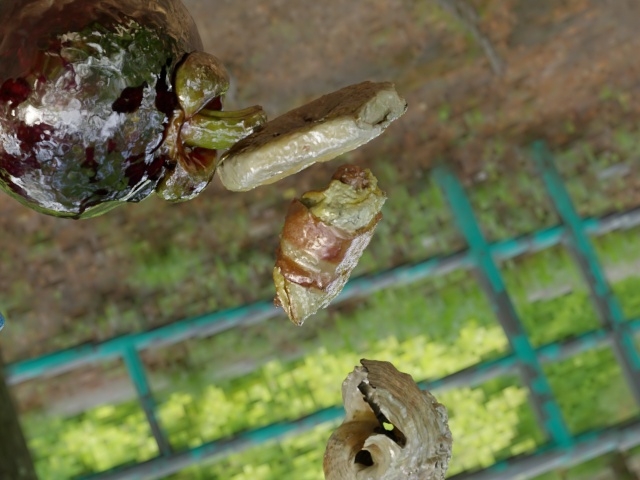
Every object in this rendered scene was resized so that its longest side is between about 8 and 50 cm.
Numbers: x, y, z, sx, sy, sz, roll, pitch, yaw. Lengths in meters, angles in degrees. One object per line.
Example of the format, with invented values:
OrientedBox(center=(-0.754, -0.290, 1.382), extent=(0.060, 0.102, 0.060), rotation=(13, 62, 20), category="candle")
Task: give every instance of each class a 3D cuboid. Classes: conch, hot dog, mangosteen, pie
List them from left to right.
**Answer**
OrientedBox(center=(-0.242, -0.149, 1.907), extent=(0.297, 0.293, 0.297), rotation=(-36, 178, -1), category="mangosteen")
OrientedBox(center=(-0.009, -0.102, 1.700), extent=(0.195, 0.046, 0.195), rotation=(-23, -169, 5), category="pie")
OrientedBox(center=(0.000, 0.000, 2.178), extent=(0.213, 0.103, 0.146), rotation=(-60, 169, 19), category="hot dog")
OrientedBox(center=(0.072, 0.224, 2.047), extent=(0.163, 0.178, 0.245), rotation=(-27, 171, -6), category="conch")

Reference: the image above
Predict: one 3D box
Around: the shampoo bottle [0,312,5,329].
OrientedBox(center=(-0.432, 0.043, 1.966), extent=(0.087, 0.183, 0.050), rotation=(-30, -153, 0), category="shampoo bottle")
